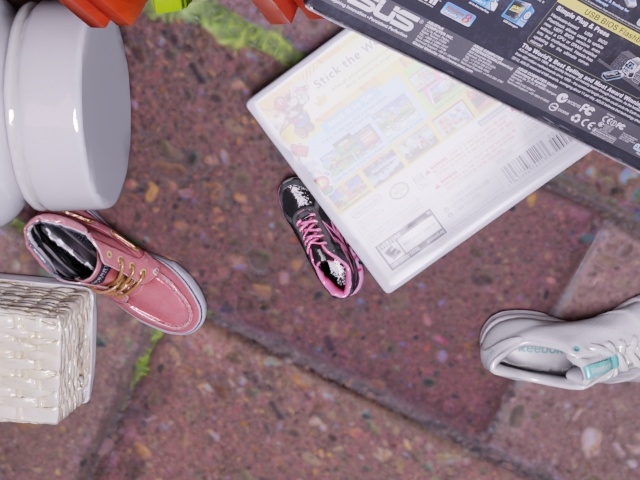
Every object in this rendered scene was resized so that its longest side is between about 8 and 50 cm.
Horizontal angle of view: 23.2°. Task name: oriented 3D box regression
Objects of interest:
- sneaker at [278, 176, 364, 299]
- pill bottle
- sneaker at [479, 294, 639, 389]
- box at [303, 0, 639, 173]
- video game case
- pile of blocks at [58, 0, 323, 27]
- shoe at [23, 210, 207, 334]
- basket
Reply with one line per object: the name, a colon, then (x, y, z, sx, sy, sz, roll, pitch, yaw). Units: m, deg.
sneaker: (0.000, 0.000, 1.351, 0.047, 0.057, 0.119, -28, 99, 14)
pill bottle: (-0.351, -0.106, 1.283, 0.361, 0.204, 0.204, -1, 105, 6)
sneaker: (0.243, 0.097, 1.332, 0.212, 0.094, 0.080, -6, 103, 7)
box: (0.226, -0.229, 1.130, 0.395, 0.097, 0.318, 22, 122, -23)
video game case: (0.087, -0.101, 1.320, 0.227, 0.026, 0.206, -36, 99, 8)
pile of blocks: (-0.048, -0.217, 1.200, 0.362, 0.149, 0.113, -13, 104, -21)
shoe: (-0.181, 0.030, 1.365, 0.178, 0.081, 0.063, 39, 106, -5)
basket: (-0.292, 0.096, 1.384, 0.167, 0.103, 0.113, 6, 105, 6)
